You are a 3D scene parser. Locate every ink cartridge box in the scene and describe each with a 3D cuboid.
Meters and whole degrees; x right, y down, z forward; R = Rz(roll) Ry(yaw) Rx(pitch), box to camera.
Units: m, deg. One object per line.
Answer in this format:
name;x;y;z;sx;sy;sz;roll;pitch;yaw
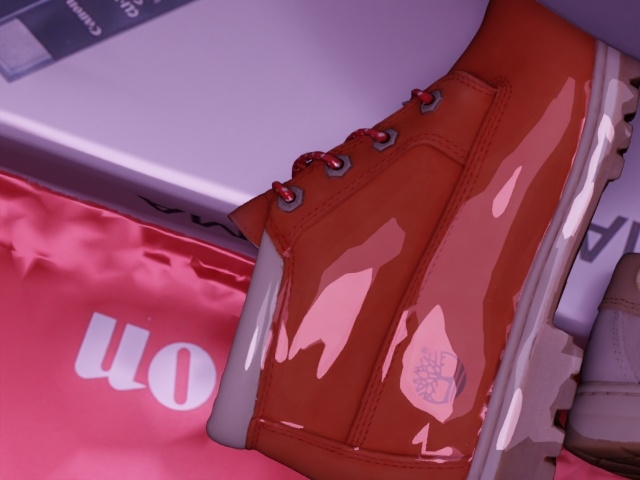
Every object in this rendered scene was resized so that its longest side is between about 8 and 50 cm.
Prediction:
ink cartridge box;0.000;0.000;0.493;0.296;0.066;0.261;19;80;1

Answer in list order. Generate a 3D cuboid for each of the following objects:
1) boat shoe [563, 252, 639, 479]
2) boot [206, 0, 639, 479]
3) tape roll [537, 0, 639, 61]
boat shoe;0.129;0.022;0.400;0.170;0.063;0.059;-2;73;34
boot;0.025;-0.016;0.435;0.085;0.059;0.158;15;80;5
tape roll;0.097;-0.140;0.430;0.219;0.072;0.219;14;56;-23
